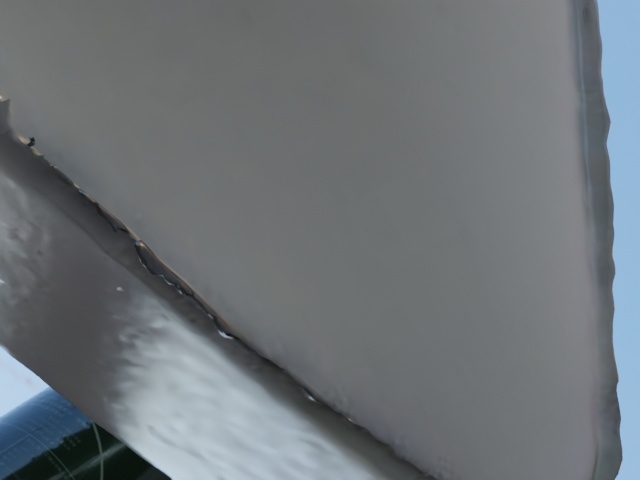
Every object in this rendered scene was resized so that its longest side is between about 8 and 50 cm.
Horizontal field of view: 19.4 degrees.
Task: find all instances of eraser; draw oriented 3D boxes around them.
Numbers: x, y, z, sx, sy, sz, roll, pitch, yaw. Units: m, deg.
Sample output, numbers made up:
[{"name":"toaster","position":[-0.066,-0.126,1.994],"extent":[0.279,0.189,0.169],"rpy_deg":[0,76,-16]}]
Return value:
[{"name":"eraser","position":[0.000,0.000,0.782],"extent":[0.150,0.331,0.331],"rpy_deg":[-22,-79,51]}]

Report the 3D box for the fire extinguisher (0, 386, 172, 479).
[{"name":"fire extinguisher","position":[-0.178,0.153,0.879],"extent":[0.114,0.311,0.095],"rpy_deg":[5,-61,43]}]
